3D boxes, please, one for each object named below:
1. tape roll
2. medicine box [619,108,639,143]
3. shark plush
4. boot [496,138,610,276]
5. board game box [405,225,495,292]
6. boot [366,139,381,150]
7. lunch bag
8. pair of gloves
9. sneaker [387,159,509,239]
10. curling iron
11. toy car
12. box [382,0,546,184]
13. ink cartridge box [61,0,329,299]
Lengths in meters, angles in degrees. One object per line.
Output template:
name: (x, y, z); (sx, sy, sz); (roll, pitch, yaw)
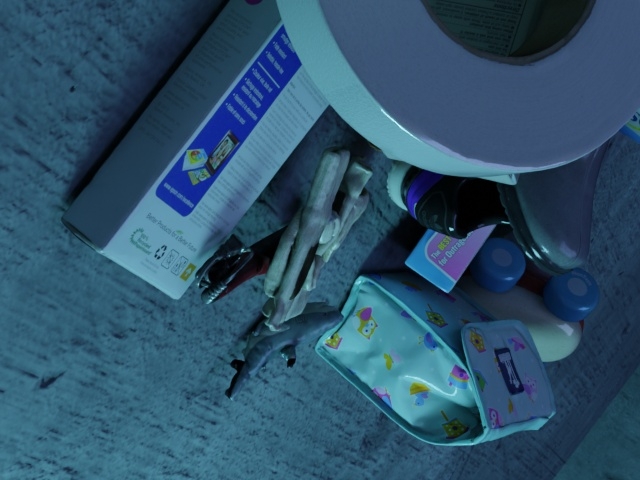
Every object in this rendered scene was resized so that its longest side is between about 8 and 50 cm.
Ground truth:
tape roll: (0.140, -0.247, 1.240); (0.392, 0.072, 0.392); (2, 87, -30)
medicine box: (0.519, -0.244, 1.979); (0.289, 0.263, 0.149); (-35, 149, -36)
shark plush: (-0.049, 0.119, 1.684); (0.161, 0.067, 0.073); (-37, 151, -32)
boot: (0.289, -0.145, 1.415); (0.118, 0.222, 0.338); (17, 68, -50)
board game box: (0.221, -0.090, 1.795); (0.316, 0.064, 0.242); (-56, 177, 5)
boot: (0.155, -0.228, 1.580); (0.220, 0.109, 0.283); (-23, 149, -42)
lunch bag: (0.163, 0.158, 1.878); (0.223, 0.262, 0.160); (0, 122, -59)
pair of gloves: (0.000, 0.000, 1.564); (0.204, 0.042, 0.240); (-64, 172, 3)
sneaker: (0.229, -0.086, 1.575); (0.293, 0.146, 0.102); (-30, 126, -8)
curling iron: (-0.064, 0.016, 1.481); (0.068, 0.035, 0.274); (-50, 173, 15)
toy car: (0.285, 0.041, 2.098); (0.219, 0.210, 0.238); (116, -6, -51)
box: (0.156, -0.225, 1.392); (0.121, 0.148, 0.311); (48, 59, -65)
ink cartridge box: (-0.069, -0.124, 1.338); (0.371, 0.069, 0.176); (-50, 156, -2)
